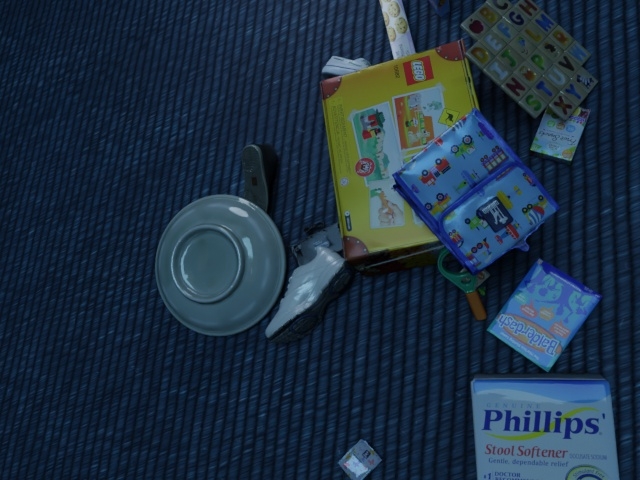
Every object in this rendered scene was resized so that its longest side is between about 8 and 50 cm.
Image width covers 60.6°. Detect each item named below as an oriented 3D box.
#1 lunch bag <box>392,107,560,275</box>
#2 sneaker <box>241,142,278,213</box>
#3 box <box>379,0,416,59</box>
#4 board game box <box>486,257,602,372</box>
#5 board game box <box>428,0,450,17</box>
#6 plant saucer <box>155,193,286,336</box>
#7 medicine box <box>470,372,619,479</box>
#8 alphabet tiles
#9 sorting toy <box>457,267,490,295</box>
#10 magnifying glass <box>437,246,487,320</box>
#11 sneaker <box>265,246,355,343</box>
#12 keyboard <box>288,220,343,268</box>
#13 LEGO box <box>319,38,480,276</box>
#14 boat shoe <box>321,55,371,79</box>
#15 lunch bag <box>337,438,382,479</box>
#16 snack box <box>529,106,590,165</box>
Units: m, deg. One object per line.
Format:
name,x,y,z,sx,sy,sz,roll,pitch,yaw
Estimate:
lunch bag,0.328,-0.086,1.155,0.221,0.138,0.293,-40,80,3
sneaker,-0.161,-0.169,1.576,0.083,0.118,0.222,7,107,23
box,0.225,-0.586,1.555,0.067,0.063,0.323,-15,71,16
board game box,0.510,0.170,1.258,0.160,0.047,0.210,35,90,24
board game box,0.290,-0.734,1.491,0.039,0.211,0.160,-29,68,9
plant saucer,-0.295,0.064,1.506,0.401,0.100,0.400,-1,84,15
medicine box,0.458,0.424,1.135,0.264,0.149,0.289,-5,83,18
alphabet tiles,0.514,-0.457,1.344,0.342,0.011,0.285,44,68,3
sorting toy,0.383,0.093,1.342,0.062,0.012,0.083,-43,66,4
magnifying glass,0.337,0.098,1.259,0.092,0.231,0.026,-17,33,20
sneaker,-0.040,0.145,1.441,0.297,0.111,0.129,-47,53,-2
keyboard,0.000,0.000,1.498,0.180,0.023,0.108,-27,75,10
LEGO box,0.227,-0.197,1.376,0.373,0.193,0.500,-12,72,15
boat shoe,0.108,-0.483,1.556,0.226,0.083,0.075,21,84,24
lunch bag,0.094,0.526,1.305,0.083,0.053,0.071,-42,67,-6
snack box,0.591,-0.267,1.353,0.100,0.037,0.141,21,84,24
